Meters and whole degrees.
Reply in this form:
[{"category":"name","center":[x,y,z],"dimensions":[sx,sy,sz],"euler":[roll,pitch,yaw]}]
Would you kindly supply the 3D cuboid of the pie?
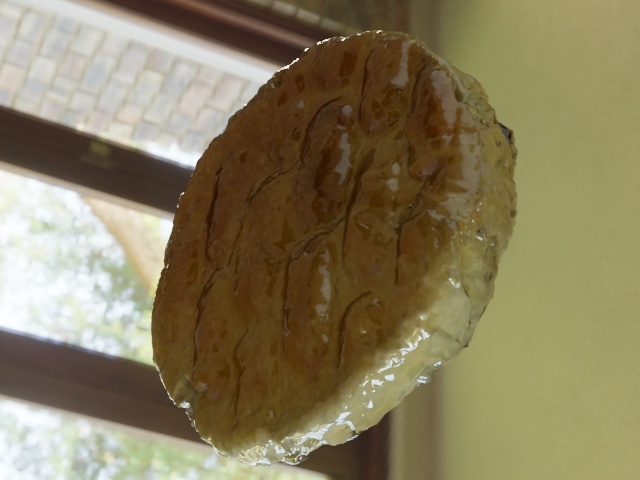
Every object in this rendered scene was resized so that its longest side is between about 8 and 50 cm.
[{"category":"pie","center":[0.000,0.000,0.966],"dimensions":[0.339,0.083,0.339],"euler":[-30,-133,39]}]
